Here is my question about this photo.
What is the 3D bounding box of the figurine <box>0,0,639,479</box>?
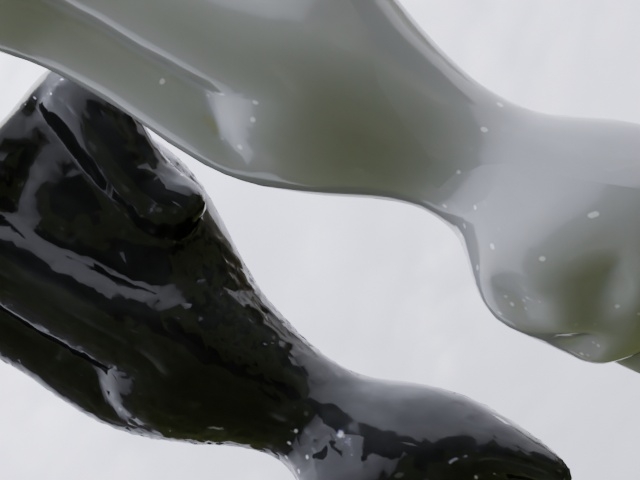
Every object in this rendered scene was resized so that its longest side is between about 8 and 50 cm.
[{"bbox_3d":[0.000,0.000,0.429,0.092,0.209,0.215,-53,-5,-40],"label":"figurine"}]
